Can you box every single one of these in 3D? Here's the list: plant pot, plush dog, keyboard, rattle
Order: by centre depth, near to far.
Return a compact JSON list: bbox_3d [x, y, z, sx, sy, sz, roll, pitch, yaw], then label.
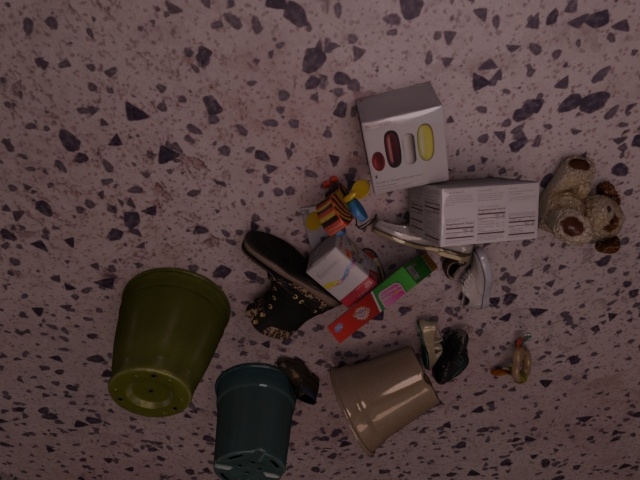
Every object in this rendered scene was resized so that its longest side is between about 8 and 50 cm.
[{"bbox_3d":[0.727,-0.069,1.321,0.225,0.263,0.211,17,159,-2],"label":"plush dog"},{"bbox_3d":[0.000,0.000,1.463,0.072,0.014,0.256,-13,127,2],"label":"keyboard"},{"bbox_3d":[-0.490,0.338,1.492,0.366,0.353,0.367,0,127,-1],"label":"plant pot"},{"bbox_3d":[0.244,0.545,1.715,0.305,0.334,0.334,-28,123,4],"label":"plant pot"},{"bbox_3d":[-0.249,0.702,1.784,0.340,0.334,0.341,-1,128,-1],"label":"plant pot"},{"bbox_3d":[0.715,0.426,1.787,0.130,0.142,0.200,-27,112,-21],"label":"rattle"}]

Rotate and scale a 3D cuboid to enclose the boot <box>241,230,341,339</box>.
[{"bbox_3d":[-0.144,0.157,1.504,0.377,0.138,0.284,33,122,-24],"label":"boot"}]

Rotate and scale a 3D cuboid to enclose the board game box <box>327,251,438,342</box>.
[{"bbox_3d":[0.194,0.172,1.463,0.316,0.242,0.064,-43,78,27],"label":"board game box"}]

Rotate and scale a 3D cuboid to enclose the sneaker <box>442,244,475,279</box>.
[{"bbox_3d":[0.440,0.041,1.464,0.066,0.071,0.189,13,126,-10],"label":"sneaker"}]

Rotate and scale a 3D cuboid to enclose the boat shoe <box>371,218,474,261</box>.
[{"bbox_3d":[0.304,-0.025,1.400,0.302,0.113,0.104,15,98,-4],"label":"boat shoe"}]

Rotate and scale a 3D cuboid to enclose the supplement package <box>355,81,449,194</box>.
[{"bbox_3d":[0.205,-0.252,1.190,0.194,0.149,0.203,-12,127,8],"label":"supplement package"}]

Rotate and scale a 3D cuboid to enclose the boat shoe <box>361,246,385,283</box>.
[{"bbox_3d":[0.166,0.078,1.504,0.049,0.043,0.137,-22,123,17],"label":"boat shoe"}]

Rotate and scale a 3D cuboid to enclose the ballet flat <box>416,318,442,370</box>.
[{"bbox_3d":[0.400,0.375,1.709,0.086,0.086,0.249,-11,127,7],"label":"ballet flat"}]

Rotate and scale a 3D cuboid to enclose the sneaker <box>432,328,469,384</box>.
[{"bbox_3d":[0.494,0.419,1.752,0.106,0.101,0.268,-6,131,-21],"label":"sneaker"}]

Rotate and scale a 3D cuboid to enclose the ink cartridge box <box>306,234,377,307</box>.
[{"bbox_3d":[0.065,0.081,1.419,0.176,0.128,0.127,41,114,-15],"label":"ink cartridge box"}]

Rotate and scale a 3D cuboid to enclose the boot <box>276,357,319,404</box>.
[{"bbox_3d":[-0.081,0.532,1.800,0.082,0.106,0.219,-37,119,24],"label":"boot"}]

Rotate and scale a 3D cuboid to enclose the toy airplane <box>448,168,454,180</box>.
[{"bbox_3d":[0.330,-0.143,1.350,0.151,0.028,0.151,-6,129,-7],"label":"toy airplane"}]

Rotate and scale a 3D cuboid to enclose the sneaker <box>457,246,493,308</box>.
[{"bbox_3d":[0.491,0.134,1.521,0.091,0.094,0.258,-13,127,3],"label":"sneaker"}]

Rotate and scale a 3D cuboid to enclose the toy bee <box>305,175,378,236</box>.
[{"bbox_3d":[0.042,-0.094,1.293,0.195,0.298,0.162,-32,83,-1],"label":"toy bee"}]

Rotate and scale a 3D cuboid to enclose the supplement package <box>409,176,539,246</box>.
[{"bbox_3d":[0.390,-0.082,1.239,0.261,0.204,0.145,-4,102,-11],"label":"supplement package"}]
